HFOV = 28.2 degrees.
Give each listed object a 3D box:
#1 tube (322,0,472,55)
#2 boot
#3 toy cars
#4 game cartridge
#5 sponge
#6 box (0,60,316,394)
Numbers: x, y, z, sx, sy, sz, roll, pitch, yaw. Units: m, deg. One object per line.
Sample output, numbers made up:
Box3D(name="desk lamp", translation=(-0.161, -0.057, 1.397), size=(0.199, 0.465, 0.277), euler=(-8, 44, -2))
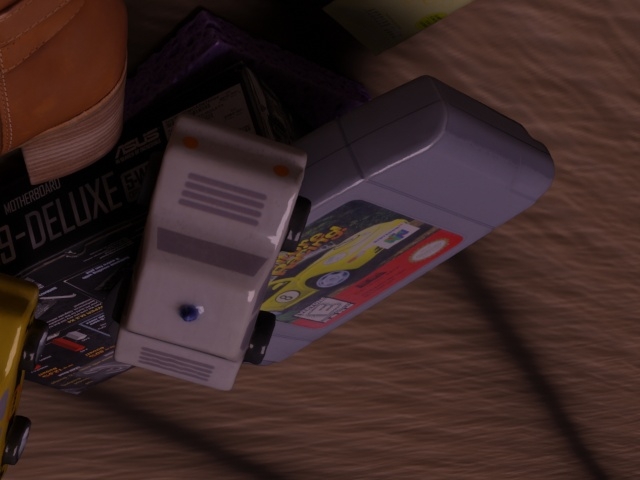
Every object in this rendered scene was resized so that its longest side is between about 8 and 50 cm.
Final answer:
Box3D(name="tube", translation=(0.120, -0.205, 0.879), size=(0.240, 0.062, 0.070), euler=(-30, 114, 16))
Box3D(name="boot", translation=(-0.223, -0.064, 0.619), size=(0.283, 0.109, 0.220), euler=(-23, 159, -13))
Box3D(name="toy cars", translation=(-0.158, 0.067, 0.796), size=(0.393, 0.087, 0.176), euler=(-25, 119, 24))
Box3D(name="game cartridge", translation=(0.000, 0.000, 0.878), size=(0.294, 0.060, 0.196), euler=(-34, 150, 25))
Box3D(name="sponge", translation=(-0.058, -0.094, 0.938), size=(0.117, 0.031, 0.210), euler=(-38, 154, 22))
Box3D(name="box", translation=(-0.129, 0.008, 0.956), size=(0.307, 0.076, 0.242), euler=(-25, 157, 14))
